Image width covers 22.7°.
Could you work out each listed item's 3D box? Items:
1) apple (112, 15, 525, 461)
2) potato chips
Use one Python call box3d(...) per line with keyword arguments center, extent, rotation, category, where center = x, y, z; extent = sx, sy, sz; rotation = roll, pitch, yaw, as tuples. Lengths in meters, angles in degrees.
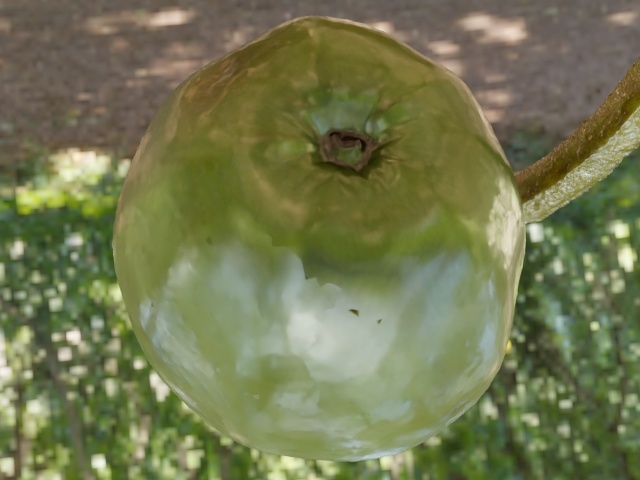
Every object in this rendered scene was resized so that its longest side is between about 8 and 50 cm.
box3d(center=(0.000, 0.000, 1.668), extent=(0.474, 0.473, 0.473), rotation=(-5, 174, -1), category="apple")
box3d(center=(0.304, -0.118, 1.753), extent=(0.080, 0.057, 0.407), rotation=(20, 139, -22), category="potato chips")
